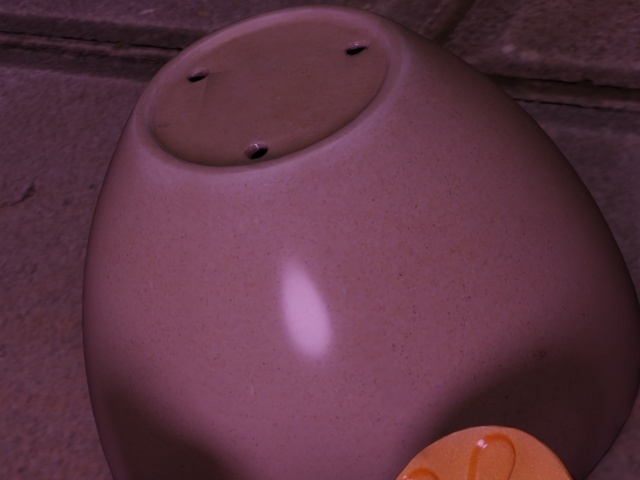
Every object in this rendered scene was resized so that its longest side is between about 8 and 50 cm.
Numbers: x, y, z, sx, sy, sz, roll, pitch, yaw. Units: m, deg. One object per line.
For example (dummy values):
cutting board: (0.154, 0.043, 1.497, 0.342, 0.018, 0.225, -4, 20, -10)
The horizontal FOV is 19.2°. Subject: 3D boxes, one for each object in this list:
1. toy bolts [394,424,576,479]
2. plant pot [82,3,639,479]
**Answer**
toy bolts: (-0.031, 0.141, 0.732, 0.228, 0.158, 0.218, 23, 85, 44)
plant pot: (0.000, 0.000, 0.919, 0.284, 0.191, 0.284, -13, 38, 10)
